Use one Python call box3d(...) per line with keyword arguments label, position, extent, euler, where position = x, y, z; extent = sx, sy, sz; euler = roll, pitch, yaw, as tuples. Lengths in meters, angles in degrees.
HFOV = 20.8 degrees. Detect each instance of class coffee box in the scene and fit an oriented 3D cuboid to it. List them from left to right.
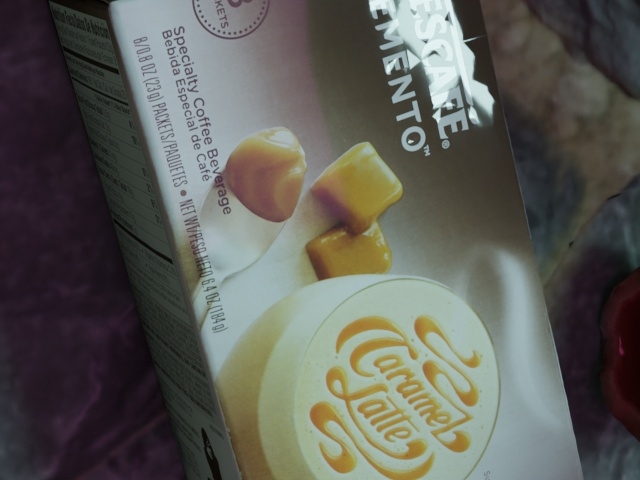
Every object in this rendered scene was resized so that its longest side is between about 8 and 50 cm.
box3d(label="coffee box", position=(0.000, 0.000, 0.683), extent=(0.141, 0.098, 0.246), euler=(-19, 109, -17))

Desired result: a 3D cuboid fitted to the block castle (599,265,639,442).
box3d(label="block castle", position=(0.263, -0.105, 0.660), extent=(0.213, 0.303, 0.453), euler=(2, 101, -29))
